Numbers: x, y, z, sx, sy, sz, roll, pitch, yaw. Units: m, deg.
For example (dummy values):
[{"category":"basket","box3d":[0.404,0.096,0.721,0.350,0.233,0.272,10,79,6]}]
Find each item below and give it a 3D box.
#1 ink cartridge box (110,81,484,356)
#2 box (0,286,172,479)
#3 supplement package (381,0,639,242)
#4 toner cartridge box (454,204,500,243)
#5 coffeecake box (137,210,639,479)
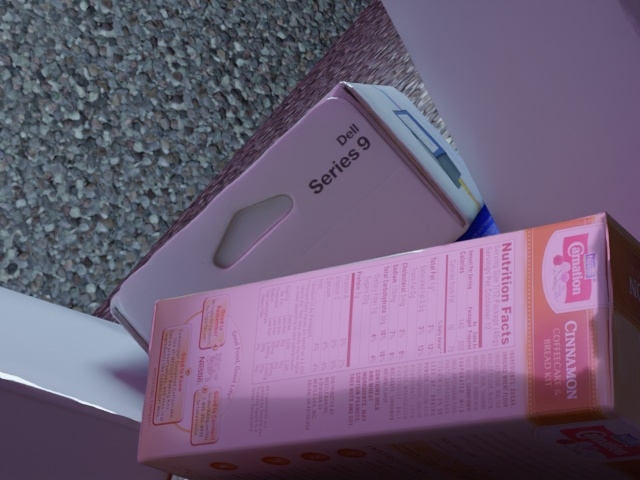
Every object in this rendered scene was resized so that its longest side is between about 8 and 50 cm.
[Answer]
[{"category":"ink cartridge box","box3d":[0.000,0.000,0.672,0.154,0.093,0.212,-43,-4,11]},{"category":"box","box3d":[-0.201,0.201,0.606,0.215,0.168,0.345,-143,72,-79]},{"category":"supplement package","box3d":[0.164,-0.099,0.547,0.203,0.194,0.149,-28,4,-23]},{"category":"toner cartridge box","box3d":[0.131,-0.003,0.756,0.348,0.075,0.165,-47,12,-14]},{"category":"coffeecake box","box3d":[0.050,0.060,0.485,0.185,0.142,0.068,-12,63,32]}]
